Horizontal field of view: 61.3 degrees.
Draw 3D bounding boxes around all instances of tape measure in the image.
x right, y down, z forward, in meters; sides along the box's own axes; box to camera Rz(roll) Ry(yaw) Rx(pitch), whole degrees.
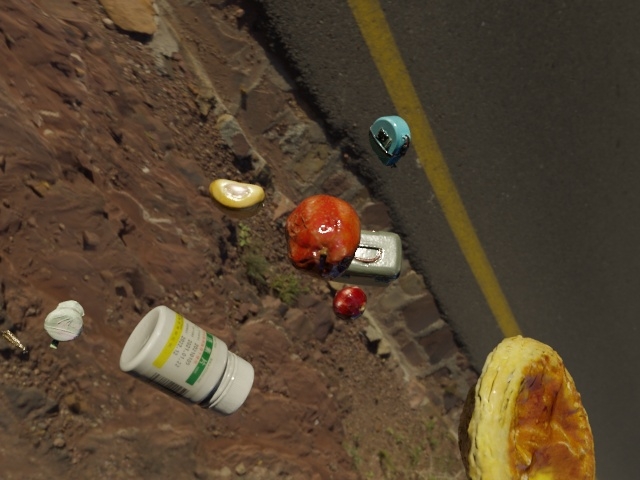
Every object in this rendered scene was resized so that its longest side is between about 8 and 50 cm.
[{"bbox_3d":[0.210,-0.307,1.622,0.081,0.146,0.125,-17,154,-37],"label":"tape measure"}]

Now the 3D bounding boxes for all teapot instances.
[{"bbox_3d":[-0.464,0.152,0.980,0.064,0.064,0.083,27,101,-20],"label":"teapot"}]

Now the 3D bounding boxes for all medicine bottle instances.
[{"bbox_3d":[-0.373,0.355,1.549,0.340,0.208,0.208,38,89,-26],"label":"medicine bottle"}]

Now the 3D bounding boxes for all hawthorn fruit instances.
[{"bbox_3d":[0.000,-0.002,1.081,0.173,0.174,0.179,61,36,-36],"label":"hawthorn fruit"}]

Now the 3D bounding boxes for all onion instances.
[{"bbox_3d":[0.103,0.221,1.908,0.131,0.131,0.131,-14,119,-27],"label":"onion"}]

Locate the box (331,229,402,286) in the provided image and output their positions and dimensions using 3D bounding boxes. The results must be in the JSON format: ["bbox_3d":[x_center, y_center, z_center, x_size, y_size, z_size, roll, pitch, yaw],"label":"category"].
[{"bbox_3d":[0.116,0.050,1.504,0.210,0.147,0.129,7,154,-3],"label":"box"}]

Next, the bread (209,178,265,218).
[{"bbox_3d":[-0.223,-0.107,1.463,0.142,0.305,0.091,15,89,-6],"label":"bread"}]

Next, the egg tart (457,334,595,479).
[{"bbox_3d":[0.422,0.424,1.163,0.443,0.178,0.442,10,74,-39],"label":"egg tart"}]

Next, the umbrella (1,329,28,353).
[{"bbox_3d":[-0.701,0.231,1.239,0.020,0.083,0.031,-30,156,-57],"label":"umbrella"}]
